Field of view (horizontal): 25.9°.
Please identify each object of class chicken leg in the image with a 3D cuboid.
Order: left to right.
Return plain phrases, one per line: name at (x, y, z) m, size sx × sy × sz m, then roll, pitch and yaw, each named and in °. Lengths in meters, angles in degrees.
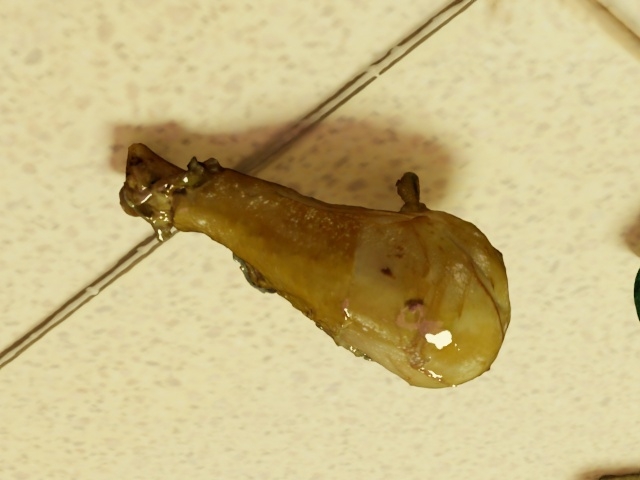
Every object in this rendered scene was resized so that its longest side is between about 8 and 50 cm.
chicken leg at (0.000, 0.001, 0.693) m, size 0.208 × 0.101 × 0.085 m, roll 24°, pitch 131°, yaw -2°

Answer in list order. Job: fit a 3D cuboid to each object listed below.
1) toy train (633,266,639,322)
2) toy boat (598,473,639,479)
toy train at (0.267, -0.025, 0.699) m, size 0.119 × 0.085 × 0.251 m, roll 23°, pitch 130°, yaw -8°
toy boat at (0.270, 0.211, 0.978) m, size 0.188 × 0.061 × 0.116 m, roll -1°, pitch 138°, yaw -5°
